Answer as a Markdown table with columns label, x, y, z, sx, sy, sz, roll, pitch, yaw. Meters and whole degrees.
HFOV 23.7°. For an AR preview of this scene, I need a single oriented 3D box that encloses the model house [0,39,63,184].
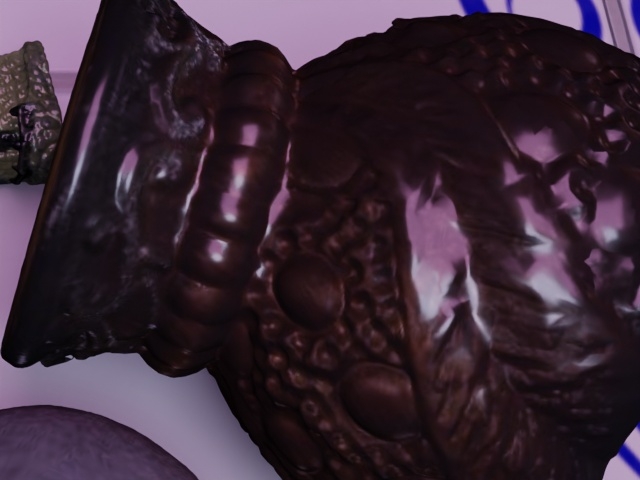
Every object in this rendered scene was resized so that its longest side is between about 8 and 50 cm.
| label | x | y | z | sx | sy | sz | roll | pitch | yaw |
| --- | --- | --- | --- | --- | --- | --- | --- | --- | --- |
| model house | -0.185 | -0.062 | 0.822 | 0.083 | 0.066 | 0.078 | -9 | 72 | -19 |

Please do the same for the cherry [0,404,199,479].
| label | x | y | z | sx | sy | sz | roll | pitch | yaw |
| --- | --- | --- | --- | --- | --- | --- | --- | --- | --- |
| cherry | -0.117 | 0.158 | 0.694 | 0.176 | 0.140 | 0.176 | 12 | 58 | -19 |

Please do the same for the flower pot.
| label | x | y | z | sx | sy | sz | roll | pitch | yaw |
| --- | --- | --- | --- | --- | --- | --- | --- | --- | --- |
| flower pot | 0.000 | 0.000 | 0.731 | 0.267 | 0.266 | 0.266 | 15 | 61 | -12 |
